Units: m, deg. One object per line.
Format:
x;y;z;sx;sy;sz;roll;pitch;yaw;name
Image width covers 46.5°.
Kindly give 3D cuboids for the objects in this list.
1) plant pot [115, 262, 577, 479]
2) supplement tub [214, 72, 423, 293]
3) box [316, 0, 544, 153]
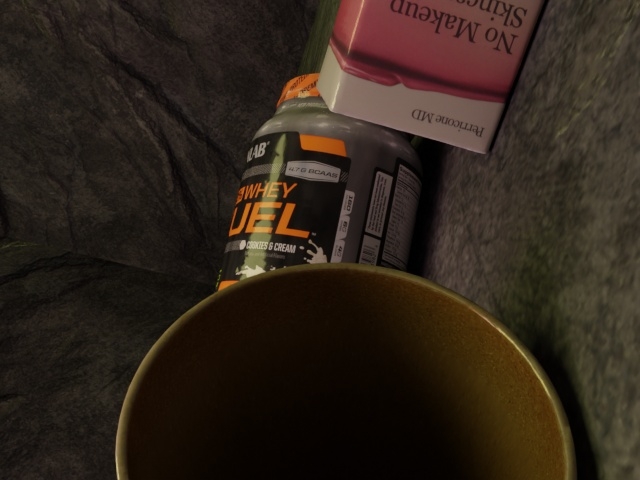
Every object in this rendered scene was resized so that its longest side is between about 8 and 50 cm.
0.007;0.187;0.473;0.237;0.237;0.254;-87;1;-48;plant pot
0.000;0.000;0.785;0.193;0.193;0.316;138;145;-73;supplement tub
0.101;-0.212;0.641;0.127;0.148;0.232;-104;29;-69;box
